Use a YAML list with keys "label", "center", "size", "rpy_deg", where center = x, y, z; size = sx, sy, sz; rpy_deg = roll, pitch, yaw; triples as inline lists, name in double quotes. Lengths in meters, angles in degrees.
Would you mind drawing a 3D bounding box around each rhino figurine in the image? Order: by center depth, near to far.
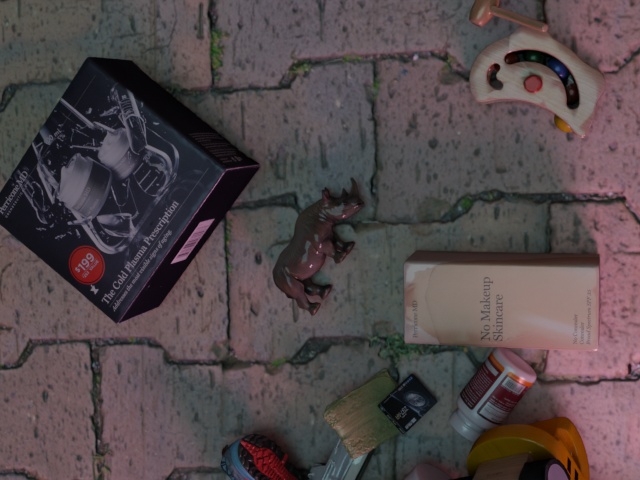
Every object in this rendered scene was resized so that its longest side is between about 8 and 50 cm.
- label: "rhino figurine"
  center: [0.000, 0.000, 1.911]
  size: [0.106, 0.073, 0.243]
  rpy_deg: [28, 102, 7]

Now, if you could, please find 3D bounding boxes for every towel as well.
- label: "towel"
  center: [0.087, 0.300, 1.911]
  size: [0.148, 0.027, 0.110]
  rpy_deg: [-31, 80, -22]

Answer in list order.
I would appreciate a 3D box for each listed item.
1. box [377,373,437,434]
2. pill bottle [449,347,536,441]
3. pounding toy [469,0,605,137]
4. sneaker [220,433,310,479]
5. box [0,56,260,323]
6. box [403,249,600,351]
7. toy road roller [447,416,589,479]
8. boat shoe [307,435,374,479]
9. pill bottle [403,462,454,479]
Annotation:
- label: "box"
  center: [0.150, 0.281, 1.909]
  size: [0.083, 0.018, 0.067]
  rpy_deg: [-39, 84, -23]
- label: "pill bottle"
  center: [0.284, 0.259, 1.858]
  size: [0.086, 0.086, 0.152]
  rpy_deg: [38, 105, 8]
- label: "pounding toy"
  center: [0.319, -0.260, 1.744]
  size: [0.269, 0.155, 0.154]
  rpy_deg: [40, 101, 7]
- label: "sneaker"
  center: [-0.079, 0.456, 1.995]
  size: [0.262, 0.104, 0.125]
  rpy_deg: [54, 140, -8]
- label: "box"
  center: [-0.343, -0.090, 1.939]
  size: [0.312, 0.179, 0.343]
  rpy_deg: [39, 105, 9]
- label: "box"
  center: [0.297, 0.096, 1.815]
  size: [0.311, 0.121, 0.148]
  rpy_deg: [0, 98, 15]
- label: "toy road roller"
  center: [0.364, 0.436, 1.788]
  size: [0.202, 0.240, 0.329]
  rpy_deg: [-22, 108, 35]
- label: "boat shoe"
  center: [0.024, 0.410, 1.944]
  size: [0.081, 0.079, 0.227]
  rpy_deg: [27, 85, 16]
- label: "pill bottle"
  center: [0.115, 0.546, 1.890]
  size: [0.188, 0.188, 0.334]
  rpy_deg: [40, 105, 7]
